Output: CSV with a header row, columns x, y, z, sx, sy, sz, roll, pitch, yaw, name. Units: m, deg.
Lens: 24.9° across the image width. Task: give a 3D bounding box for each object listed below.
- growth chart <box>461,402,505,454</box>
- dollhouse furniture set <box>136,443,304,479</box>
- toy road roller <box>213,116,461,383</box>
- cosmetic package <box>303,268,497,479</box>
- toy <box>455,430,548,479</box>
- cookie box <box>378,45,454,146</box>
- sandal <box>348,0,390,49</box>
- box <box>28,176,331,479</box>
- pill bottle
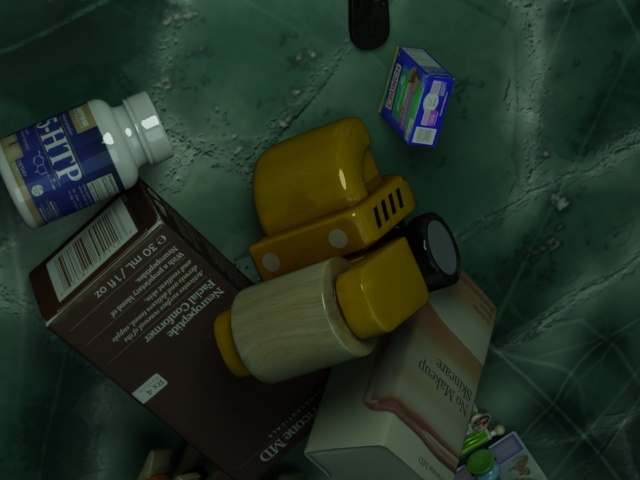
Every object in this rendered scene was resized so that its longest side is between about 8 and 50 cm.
x,y,z,sx,sy,sz,roll,pitch,yaw,name
0.141,0.239,2.043,0.172,0.021,0.237,-33,122,1,growth chart
-0.100,0.398,1.919,0.259,0.262,0.135,-1,124,-55,dollhouse furniture set
0.000,0.000,1.702,0.203,0.329,0.240,-20,99,29,toy road roller
0.108,0.174,1.829,0.129,0.296,0.153,-13,136,39,cosmetic package
0.287,0.401,2.161,0.137,0.056,0.237,-34,123,2,toy
0.115,-0.175,1.758,0.040,0.107,0.091,6,114,-21,cookie box
0.058,-0.305,1.706,0.067,0.040,0.179,-16,121,-11,sandal
-0.159,0.121,1.803,0.191,0.143,0.381,-42,124,5,box
-0.270,-0.098,1.658,0.187,0.112,0.112,-24,122,-7,pill bottle
